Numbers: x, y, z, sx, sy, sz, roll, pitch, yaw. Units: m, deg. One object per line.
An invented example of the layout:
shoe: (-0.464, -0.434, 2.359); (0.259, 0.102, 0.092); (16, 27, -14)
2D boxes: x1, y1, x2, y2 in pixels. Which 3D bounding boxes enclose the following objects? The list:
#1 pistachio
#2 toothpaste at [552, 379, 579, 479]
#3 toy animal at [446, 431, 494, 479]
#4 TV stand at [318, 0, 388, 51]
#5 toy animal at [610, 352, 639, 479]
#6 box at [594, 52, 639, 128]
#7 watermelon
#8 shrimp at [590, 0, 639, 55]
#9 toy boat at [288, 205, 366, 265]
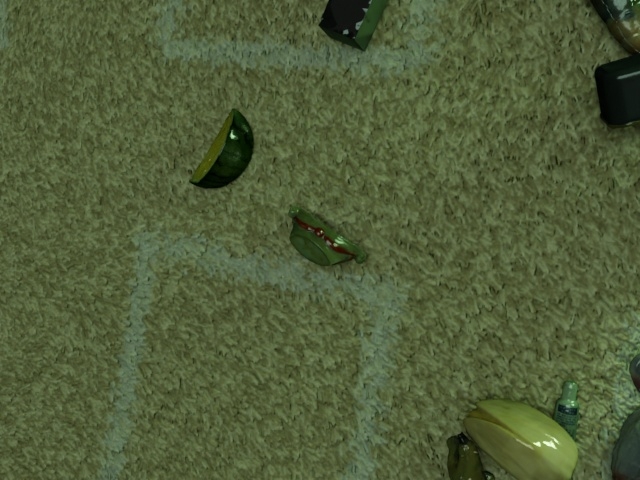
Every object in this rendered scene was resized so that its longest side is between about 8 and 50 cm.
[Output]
pistachio: (0.337, 0.332, 1.144); (0.117, 0.145, 0.200); (-46, 49, -10)
toothpaste: (0.418, 0.350, 1.180); (0.062, 0.037, 0.216); (9, 95, 27)
toy animal: (0.249, 0.441, 1.197); (0.103, 0.101, 0.218); (15, 93, 20)
TV stand: (0.096, -0.508, 1.293); (0.088, 0.083, 0.269); (26, 97, 16)
toy animal: (0.548, 0.316, 1.110); (0.195, 0.090, 0.324); (-22, 91, 10)
box: (0.551, -0.258, 1.088); (0.201, 0.144, 0.090); (-14, 107, 19)
watermelon: (-0.189, -0.173, 1.400); (0.181, 0.075, 0.092); (-59, 29, 6)
shrimp: (0.556, -0.449, 1.136); (0.222, 0.054, 0.290); (-44, 83, 20)
toy boat: (-0.001, 0.000, 1.312); (0.185, 0.071, 0.089); (34, 141, 16)
